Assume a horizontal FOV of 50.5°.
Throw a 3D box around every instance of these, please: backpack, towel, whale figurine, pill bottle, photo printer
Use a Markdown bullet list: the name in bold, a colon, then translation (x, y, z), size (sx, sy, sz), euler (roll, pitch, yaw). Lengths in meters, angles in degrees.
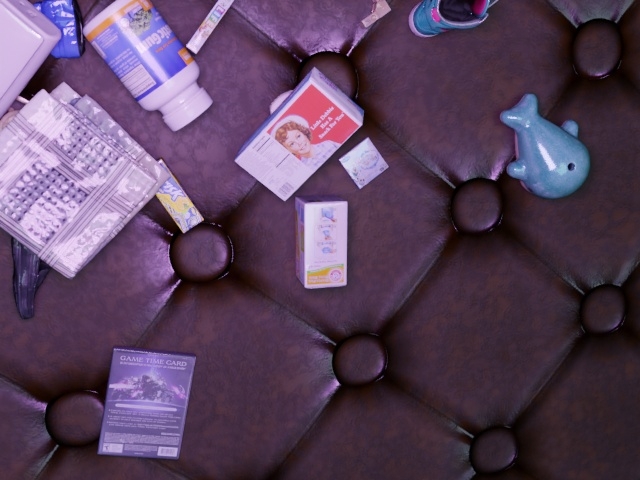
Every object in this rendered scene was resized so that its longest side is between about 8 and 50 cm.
- **backpack**: translation (-0.540, -0.438, 1.404), size (0.101, 0.098, 0.120), euler (-8, 116, -7)
- **towel**: translation (-0.530, -0.132, 1.415), size (0.312, 0.056, 0.324), euler (42, 75, -9)
- **whale figurine**: translation (0.558, -0.227, 1.672), size (0.216, 0.141, 0.272), euler (-35, 107, -3)
- **pill bottle**: translation (-0.352, -0.371, 1.427), size (0.152, 0.152, 0.272), euler (-39, 110, -2)
- **photo printer**: translation (-0.700, -0.377, 1.335), size (0.256, 0.107, 0.307), euler (42, 112, -15)

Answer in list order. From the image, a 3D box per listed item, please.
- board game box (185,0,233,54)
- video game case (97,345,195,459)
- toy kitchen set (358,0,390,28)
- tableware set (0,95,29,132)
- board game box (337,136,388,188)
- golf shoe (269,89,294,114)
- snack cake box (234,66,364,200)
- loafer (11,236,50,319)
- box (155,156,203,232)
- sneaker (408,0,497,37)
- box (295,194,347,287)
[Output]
- **board game box**: translation (-0.236, -0.470, 1.459), size (0.026, 0.103, 0.154), euler (35, 93, -17)
- **video game case**: translation (-0.422, 0.397, 1.649), size (0.196, 0.026, 0.274), euler (9, 99, -14)
- **toy kitchen set**: translation (0.111, -0.540, 1.540), size (0.075, 0.068, 0.083), euler (-37, 107, -3)
- **tableware set**: translation (-0.598, -0.210, 1.470), size (0.194, 0.039, 0.128), euler (29, 83, -23)
- **board game box**: translation (0.104, -0.187, 1.641), size (0.090, 0.020, 0.090), euler (-38, 108, -2)
- **golf shoe**: translation (-0.030, -0.315, 1.550), size (0.176, 0.086, 0.069), euler (-17, 106, -8)
- **snack cake box**: translation (-0.048, -0.233, 1.508), size (0.152, 0.089, 0.264), euler (39, 118, -17)
- **loafer**: translation (-0.638, 0.071, 1.498), size (0.078, 0.076, 0.223), euler (-3, 113, -28)
- **box**: translation (-0.337, -0.104, 1.543), size (0.059, 0.054, 0.168), euler (-34, 106, -4)
- **sneaker**: translation (0.352, -0.566, 1.531), size (0.296, 0.178, 0.123), euler (-35, 107, -4)
- **box**: translation (0.000, 0.000, 1.609), size (0.103, 0.114, 0.203), euler (-3, 103, -14)
